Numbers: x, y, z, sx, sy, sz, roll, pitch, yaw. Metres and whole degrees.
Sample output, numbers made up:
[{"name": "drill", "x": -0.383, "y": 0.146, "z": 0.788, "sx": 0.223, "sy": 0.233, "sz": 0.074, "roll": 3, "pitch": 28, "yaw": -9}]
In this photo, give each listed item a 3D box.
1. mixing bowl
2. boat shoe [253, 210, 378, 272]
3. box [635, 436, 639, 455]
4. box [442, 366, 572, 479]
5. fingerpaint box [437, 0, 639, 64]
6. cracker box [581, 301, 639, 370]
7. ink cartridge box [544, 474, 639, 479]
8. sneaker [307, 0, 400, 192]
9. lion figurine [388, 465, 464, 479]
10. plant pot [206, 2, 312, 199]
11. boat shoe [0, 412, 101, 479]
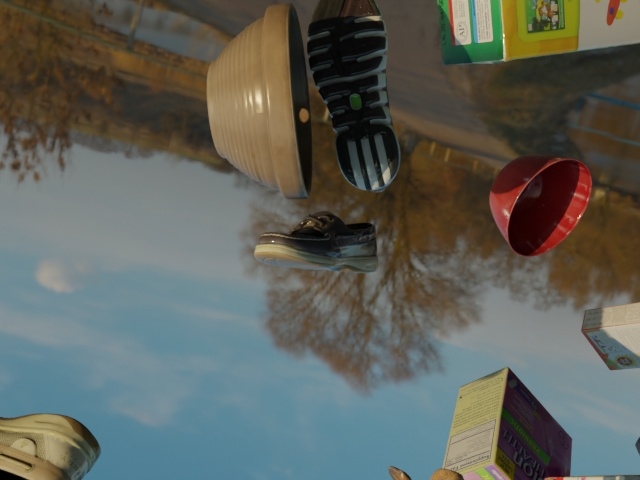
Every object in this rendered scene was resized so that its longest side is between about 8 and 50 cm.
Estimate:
[{"name": "mixing bowl", "x": 0.347, "y": -0.073, "z": 1.412, "sx": 0.181, "sy": 0.181, "sz": 0.098, "roll": 9, "pitch": -157, "yaw": -40}, {"name": "boat shoe", "x": 0.000, "y": 0.000, "z": 1.325, "sx": 0.103, "sy": 0.092, "sz": 0.285, "roll": 2, "pitch": 177, "yaw": 37}, {"name": "box", "x": 0.711, "y": 0.370, "z": 1.419, "sx": 0.179, "sy": 0.312, "sz": 0.343, "roll": 4, "pitch": -145, "yaw": -5}, {"name": "box", "x": 0.344, "y": 0.396, "z": 1.543, "sx": 0.213, "sy": 0.117, "sz": 0.243, "roll": 48, "pitch": -144, "yaw": -15}, {"name": "fingerpaint box", "x": 0.347, "y": -0.496, "z": 1.228, "sx": 0.371, "sy": 0.445, "sz": 0.163, "roll": -13, "pitch": -167, "yaw": -24}, {"name": "cracker box", "x": 0.716, "y": 0.207, "z": 1.870, "sx": 0.232, "sy": 0.067, "sz": 0.156, "roll": -13, "pitch": 129, "yaw": 41}, {"name": "ink cartridge box", "x": 0.458, "y": 0.401, "z": 1.309, "sx": 0.134, "sy": 0.078, "sz": 0.231, "roll": 5, "pitch": 163, "yaw": -14}, {"name": "sneaker", "x": 0.050, "y": -0.194, "z": 1.173, "sx": 0.106, "sy": 0.281, "sz": 0.162, "roll": -7, "pitch": 172, "yaw": 7}, {"name": "lion figurine", "x": 0.228, "y": 0.416, "z": 0.929, "sx": 0.392, "sy": 0.240, "sz": 0.142, "roll": 18, "pitch": 161, "yaw": 9}, {"name": "plant pot", "x": -0.075, "y": -0.167, "z": 1.051, "sx": 0.110, "sy": 0.237, "sz": 0.237, "roll": -3, "pitch": -175, "yaw": 5}, {"name": "boat shoe", "x": -0.409, "y": 0.279, "z": 1.045, "sx": 0.302, "sy": 0.109, "sz": 0.098, "roll": -8, "pitch": -147, "yaw": 28}]
